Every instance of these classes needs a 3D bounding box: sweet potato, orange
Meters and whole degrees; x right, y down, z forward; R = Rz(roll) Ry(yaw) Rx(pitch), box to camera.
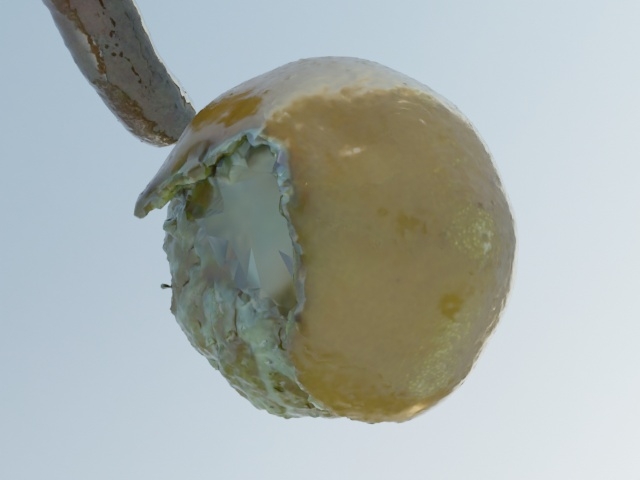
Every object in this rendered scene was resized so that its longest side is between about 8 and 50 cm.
[{"bbox_3d":[-0.177,-0.211,0.751,0.109,0.109,0.385,-61,-28,-33],"label":"sweet potato"},{"bbox_3d":[0.000,0.000,0.466,0.134,0.157,0.156,20,-107,-57],"label":"orange"}]
